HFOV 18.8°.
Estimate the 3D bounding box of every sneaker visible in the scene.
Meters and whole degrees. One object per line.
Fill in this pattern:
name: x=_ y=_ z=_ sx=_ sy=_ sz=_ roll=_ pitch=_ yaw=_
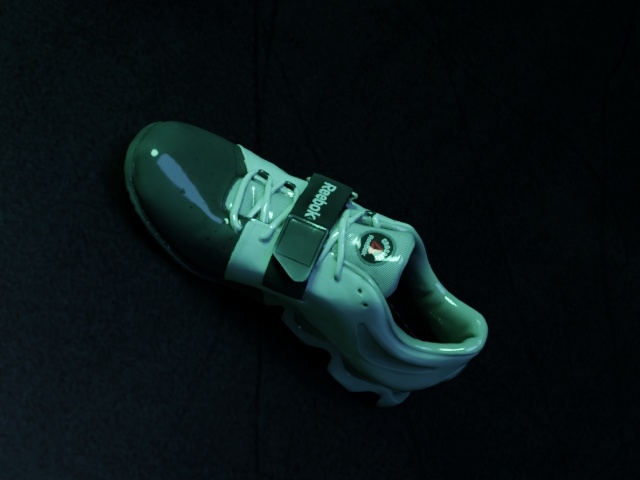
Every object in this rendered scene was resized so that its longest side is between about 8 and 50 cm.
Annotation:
sneaker: x=0.000 y=0.000 z=1.541 sx=0.330 sy=0.146 sz=0.122 roll=36 pitch=55 yaw=-21
